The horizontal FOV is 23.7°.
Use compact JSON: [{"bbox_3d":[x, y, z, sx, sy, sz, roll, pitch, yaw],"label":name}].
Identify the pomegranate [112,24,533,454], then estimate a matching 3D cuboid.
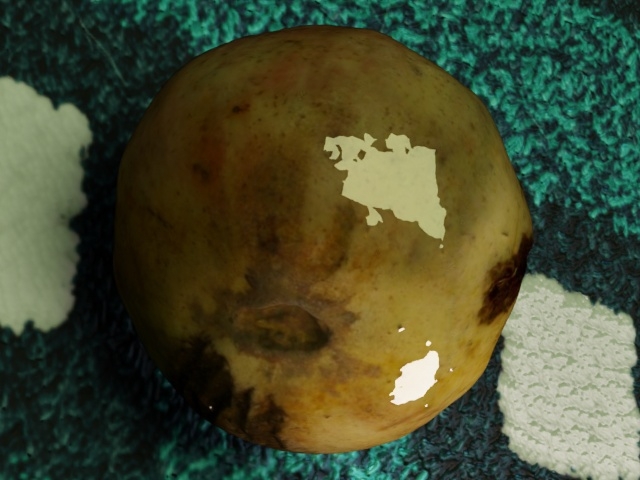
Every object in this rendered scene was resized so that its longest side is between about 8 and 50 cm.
[{"bbox_3d":[0.000,0.000,1.107,0.322,0.322,0.322,18,61,-36],"label":"pomegranate"}]
